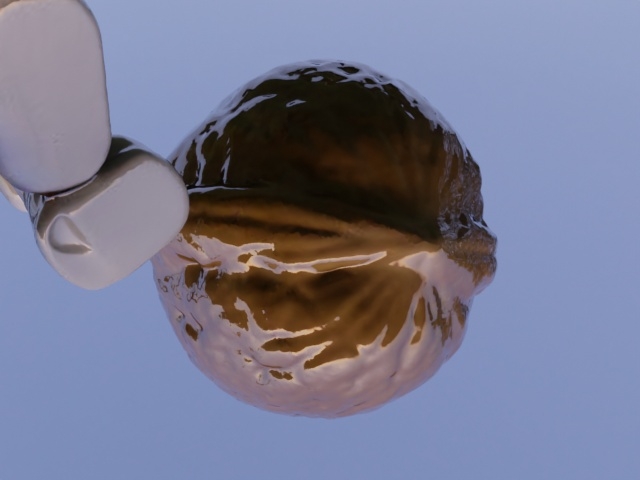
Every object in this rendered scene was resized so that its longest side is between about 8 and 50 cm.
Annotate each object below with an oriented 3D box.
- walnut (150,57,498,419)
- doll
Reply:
[{"bbox_3d":[0.000,0.000,0.745,0.332,0.333,0.333,-2,-122,3],"label":"walnut"},{"bbox_3d":[-0.240,-0.152,0.553,0.161,0.348,0.423,-28,-100,-29],"label":"doll"}]
